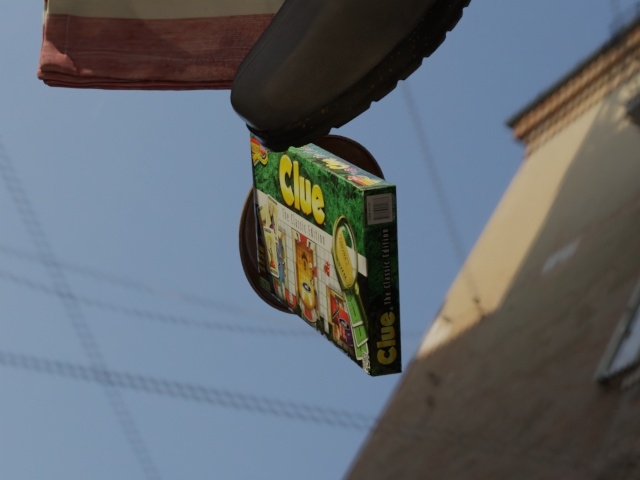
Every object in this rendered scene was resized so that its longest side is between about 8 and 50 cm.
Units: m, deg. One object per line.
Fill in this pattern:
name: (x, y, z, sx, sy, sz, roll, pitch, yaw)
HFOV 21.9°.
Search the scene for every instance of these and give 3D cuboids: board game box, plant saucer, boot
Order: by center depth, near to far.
boot: (0.012, -0.233, 0.890, 0.222, 0.338, 0.118, 39, -2, -31)
board game box: (0.000, 0.000, 1.240, 0.259, 0.030, 0.136, -148, -126, -67)
plant saucer: (-0.013, -0.020, 1.770, 0.036, 0.198, 0.199, 23, -32, 49)

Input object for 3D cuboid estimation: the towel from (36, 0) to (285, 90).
towel: (-0.126, -0.291, 1.400, 0.237, 0.037, 0.329, 1, -91, 17)
